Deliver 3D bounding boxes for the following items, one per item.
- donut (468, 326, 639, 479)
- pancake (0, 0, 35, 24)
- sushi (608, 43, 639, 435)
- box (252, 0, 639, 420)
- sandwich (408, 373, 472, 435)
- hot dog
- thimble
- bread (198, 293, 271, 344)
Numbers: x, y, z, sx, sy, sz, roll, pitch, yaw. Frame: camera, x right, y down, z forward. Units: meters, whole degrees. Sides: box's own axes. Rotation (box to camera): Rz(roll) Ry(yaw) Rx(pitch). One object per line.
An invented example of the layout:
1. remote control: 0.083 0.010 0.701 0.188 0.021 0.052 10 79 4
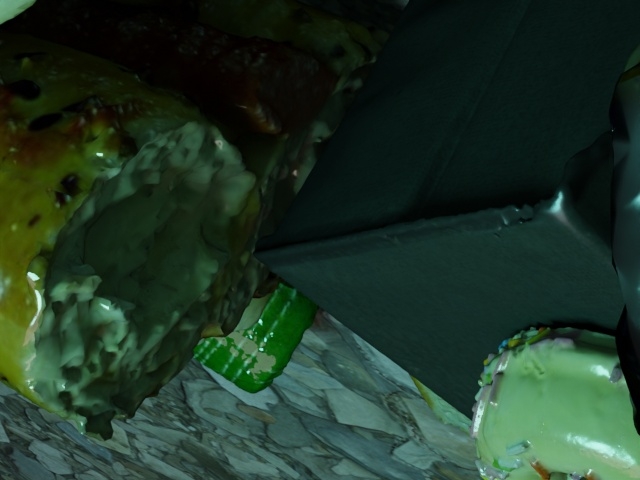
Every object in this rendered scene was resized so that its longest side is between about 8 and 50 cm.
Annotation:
1. donut: 0.124 0.092 0.786 0.108 0.065 0.166 36 156 -17
2. pancake: -0.223 -0.243 0.715 0.356 0.065 0.356 9 112 23
3. sushi: 0.286 -0.023 0.600 0.294 0.299 0.281 9 137 30
4. box: 0.193 0.012 0.892 0.345 0.204 0.251 39 155 -25
5. sandwich: 0.145 0.075 1.229 0.226 0.087 0.251 13 152 36
6. hot dog: -0.186 -0.096 0.935 0.365 0.367 0.196 23 122 18
7. thimble: -0.054 0.060 1.382 0.090 0.118 0.130 34 130 -5
8. bread: -0.183 -0.058 1.201 0.314 0.171 0.192 13 151 29
